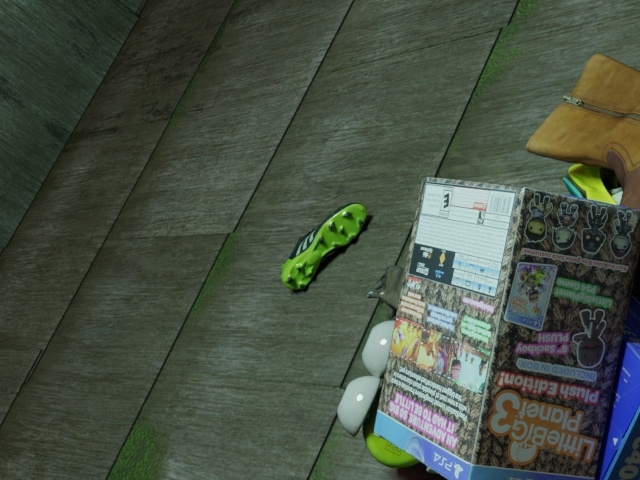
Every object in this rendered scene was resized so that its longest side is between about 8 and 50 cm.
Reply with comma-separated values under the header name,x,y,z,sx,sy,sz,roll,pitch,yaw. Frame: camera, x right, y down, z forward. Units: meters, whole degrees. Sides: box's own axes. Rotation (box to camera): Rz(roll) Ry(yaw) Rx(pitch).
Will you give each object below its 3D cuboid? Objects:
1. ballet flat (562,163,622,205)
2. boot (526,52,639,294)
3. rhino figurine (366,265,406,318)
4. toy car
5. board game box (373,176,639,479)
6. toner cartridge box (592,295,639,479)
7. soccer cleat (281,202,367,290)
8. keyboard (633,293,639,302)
name,x,y,z,sx,sy,sz,roll,pitch,yaw
ballet flat,0.344,-0.042,1.447,0.077,0.077,0.231,-28,23,12
boot,0.316,-0.085,1.359,0.264,0.096,0.280,-57,35,-2
rhino figurine,0.145,0.050,1.638,0.243,0.073,0.106,-15,43,48
toy car,0.110,0.195,1.488,0.136,0.159,0.182,110,-175,-69
board game box,0.184,0.092,1.250,0.232,0.141,0.291,-163,84,-70
toner cartridge box,0.274,0.123,1.311,0.348,0.075,0.165,-117,41,-59
soccer cleat,0.000,0.000,1.902,0.179,0.060,0.072,-46,29,15
keyboard,0.394,0.025,1.363,0.192,0.038,0.100,-26,39,36
